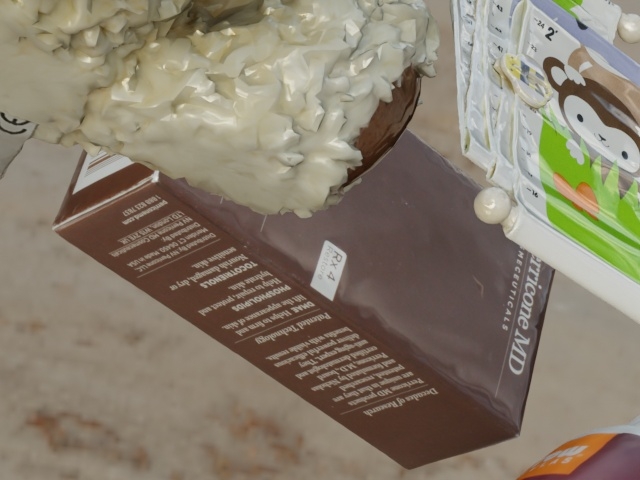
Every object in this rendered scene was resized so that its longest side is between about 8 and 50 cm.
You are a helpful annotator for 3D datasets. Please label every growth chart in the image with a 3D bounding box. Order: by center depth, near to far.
[{"bbox_3d":[0.123,-0.056,0.927,0.172,0.021,0.237,25,41,-29],"label":"growth chart"}]

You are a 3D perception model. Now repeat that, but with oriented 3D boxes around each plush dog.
[{"bbox_3d":[-0.075,-0.156,0.634,0.210,0.262,0.225,2,63,20],"label":"plush dog"}]

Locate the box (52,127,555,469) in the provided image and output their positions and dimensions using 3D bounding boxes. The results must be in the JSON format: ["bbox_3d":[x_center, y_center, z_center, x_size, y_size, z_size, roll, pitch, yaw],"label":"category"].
[{"bbox_3d":[0.000,0.000,1.510,0.381,0.143,0.191,36,52,-29],"label":"box"}]

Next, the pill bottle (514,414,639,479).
[{"bbox_3d":[0.153,0.243,1.106,0.224,0.224,0.392,30,43,32],"label":"pill bottle"}]
